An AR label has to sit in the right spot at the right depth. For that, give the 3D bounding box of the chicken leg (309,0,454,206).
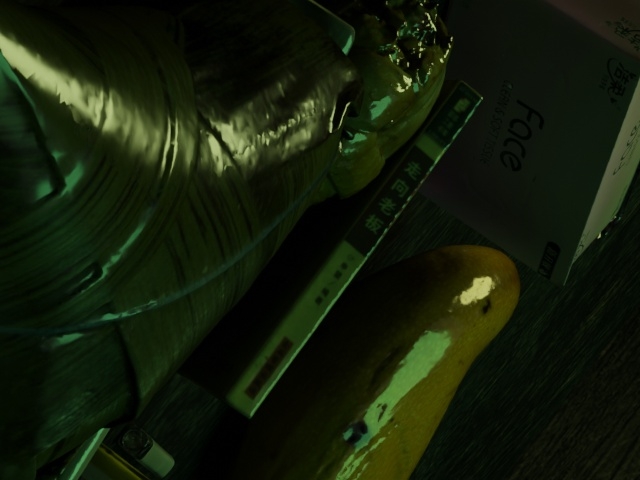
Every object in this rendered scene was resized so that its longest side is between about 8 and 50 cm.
[{"bbox_3d":[-0.010,-0.059,1.076,0.228,0.088,0.103,-44,174,-19],"label":"chicken leg"}]

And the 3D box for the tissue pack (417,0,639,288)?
[{"bbox_3d":[0.152,-0.101,1.343,0.092,0.148,0.246,-44,160,-32],"label":"tissue pack"}]

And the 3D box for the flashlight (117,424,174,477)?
[{"bbox_3d":[-0.114,0.138,1.279,0.018,0.018,0.083,-51,164,-8],"label":"flashlight"}]

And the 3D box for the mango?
[{"bbox_3d":[0.031,0.113,1.483,0.295,0.120,0.177,-56,157,-2],"label":"mango"}]

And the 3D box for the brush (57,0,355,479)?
[{"bbox_3d":[-0.088,0.011,1.021,0.321,0.060,0.050,-57,177,9],"label":"brush"}]

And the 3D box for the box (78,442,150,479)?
[{"bbox_3d":[-0.186,0.256,1.161,0.265,0.097,0.168,-50,164,-17],"label":"box"}]

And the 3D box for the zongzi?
[{"bbox_3d":[-0.076,-0.062,0.759,0.286,0.138,0.300,-48,162,-34],"label":"zongzi"}]

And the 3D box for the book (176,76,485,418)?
[{"bbox_3d":[0.000,0.000,1.184,0.231,0.026,0.161,-53,-166,-6],"label":"book"}]
